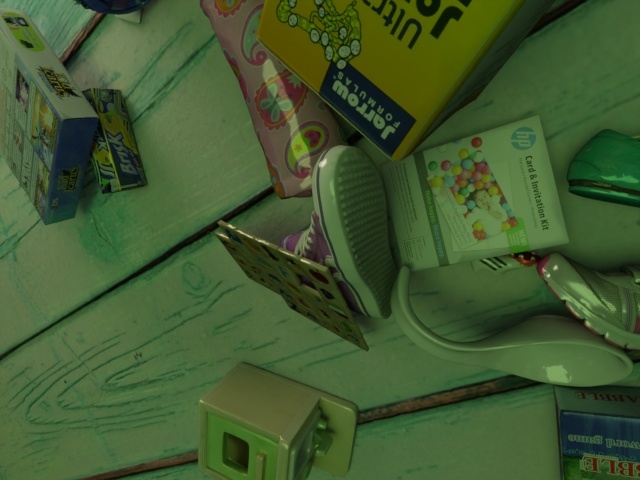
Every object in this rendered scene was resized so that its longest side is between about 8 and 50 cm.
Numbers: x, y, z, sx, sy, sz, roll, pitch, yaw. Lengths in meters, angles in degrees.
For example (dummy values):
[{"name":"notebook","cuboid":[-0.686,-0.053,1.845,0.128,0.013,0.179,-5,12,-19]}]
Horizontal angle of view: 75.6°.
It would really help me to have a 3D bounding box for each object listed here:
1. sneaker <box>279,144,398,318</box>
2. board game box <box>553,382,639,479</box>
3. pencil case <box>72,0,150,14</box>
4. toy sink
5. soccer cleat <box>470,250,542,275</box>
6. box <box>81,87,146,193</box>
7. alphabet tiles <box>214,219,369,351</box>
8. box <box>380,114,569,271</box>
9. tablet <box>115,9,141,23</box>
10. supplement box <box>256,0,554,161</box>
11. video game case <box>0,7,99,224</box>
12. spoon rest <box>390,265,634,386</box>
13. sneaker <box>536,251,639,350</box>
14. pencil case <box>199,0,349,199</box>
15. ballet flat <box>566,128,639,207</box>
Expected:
[{"name":"sneaker","cuboid":[0.000,0.001,0.514,0.161,0.102,0.282,14,145,27]},{"name":"board game box","cuboid":[0.459,0.332,0.475,0.318,0.066,0.318,-5,103,26]},{"name":"pencil case","cuboid":[-0.361,-0.460,0.584,0.133,0.119,0.306,-38,84,2]},{"name":"toy sink","cuboid":[-0.074,0.332,0.683,0.234,0.131,0.153,14,111,20]},{"name":"soccer cleat","cuboid":[0.231,0.028,0.516,0.083,0.029,0.036,2,115,27]},{"name":"box","cuboid":[-0.360,-0.168,0.709,0.054,0.059,0.169,-4,103,28]},{"name":"alphabet tiles","cuboid":[-0.050,0.059,0.586,0.237,0.009,0.198,22,152,36]},{"name":"box","cuboid":[0.178,-0.048,0.498,0.186,0.038,0.145,-13,89,26]},{"name":"tablet","cuboid":[-0.300,-0.391,0.648,0.054,0.006,0.083,23,114,17]},{"name":"supplement box","cuboid":[0.119,-0.273,0.313,0.195,0.194,0.356,43,142,8]},{"name":"video game case","cuboid":[-0.497,-0.202,0.721,0.244,0.061,0.269,53,131,11]},{"name":"spoon rest","cuboid":[0.212,0.119,0.490,0.276,0.084,0.137,19,149,8]},{"name":"sneaker","cuboid":[0.361,0.062,0.431,0.252,0.103,0.111,24,109,10]},{"name":"pencil case","cuboid":[-0.047,-0.195,0.528,0.124,0.124,0.284,-18,96,28]},{"name":"ballet flat","cuboid":[0.379,-0.053,0.396,0.247,0.083,0.087,22,99,16]}]
